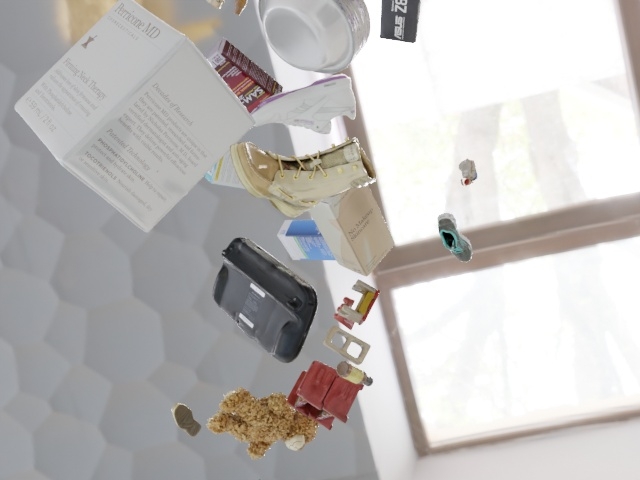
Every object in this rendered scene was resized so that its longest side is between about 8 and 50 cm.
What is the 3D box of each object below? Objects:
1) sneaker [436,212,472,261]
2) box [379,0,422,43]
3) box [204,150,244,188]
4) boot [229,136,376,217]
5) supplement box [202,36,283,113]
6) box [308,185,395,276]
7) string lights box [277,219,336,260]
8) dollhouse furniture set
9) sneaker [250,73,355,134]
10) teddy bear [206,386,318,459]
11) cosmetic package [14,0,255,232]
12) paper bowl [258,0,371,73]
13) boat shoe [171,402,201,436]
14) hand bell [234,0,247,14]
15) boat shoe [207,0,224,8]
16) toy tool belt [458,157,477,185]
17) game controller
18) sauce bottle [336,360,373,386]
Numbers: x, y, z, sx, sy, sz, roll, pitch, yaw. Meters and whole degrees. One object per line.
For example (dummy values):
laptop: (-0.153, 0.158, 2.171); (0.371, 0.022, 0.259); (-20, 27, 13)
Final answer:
sneaker: (0.361, 0.006, 2.149); (0.065, 0.166, 0.076); (-21, -150, 29)
box: (0.207, -0.678, 1.688); (0.097, 0.394, 0.318); (11, 154, 6)
box: (-0.194, -0.197, 2.215); (0.244, 0.100, 0.060); (8, -163, -32)
boot: (-0.026, -0.137, 1.442); (0.204, 0.095, 0.262); (-20, 152, 20)
supplement box: (-0.242, -0.472, 2.317); (0.130, 0.239, 0.073); (-29, -142, 38)
box: (0.078, -0.060, 2.182); (0.121, 0.311, 0.148); (24, -115, 41)
string lights box: (0.000, 0.000, 2.652); (0.260, 0.133, 0.076); (0, -132, 32)
dollhouse furniture set: (0.066, 0.319, 2.187); (0.374, 0.152, 0.201); (-60, -179, -20)
sneaker: (-0.049, -0.346, 2.154); (0.305, 0.152, 0.114); (-15, -165, 12)
teddy bear: (-0.158, 0.534, 2.277); (0.245, 0.338, 0.113); (-46, -151, 9)
cosmetic package: (-0.449, -0.309, 1.922); (0.393, 0.327, 0.329); (-47, -130, -4)
paper bowl: (-0.029, -0.539, 1.961); (0.284, 0.284, 0.148); (-4, -139, 48)
boat shoe: (-0.339, 0.437, 1.931); (0.045, 0.135, 0.050); (23, -122, 32)
hand bell: (-0.234, -0.858, 2.582); (0.126, 0.242, 0.126); (19, -160, -7)
boat shoe: (-0.209, -0.768, 2.126); (0.341, 0.110, 0.121); (-35, -159, 38)
toy tool belt: (0.431, -0.191, 2.253); (0.051, 0.083, 0.052); (14, 151, -35)
game controller: (-0.120, 0.116, 1.603); (0.067, 0.166, 0.319); (1, -159, -37)
sauce bottle: (0.088, 0.332, 1.936); (0.042, 0.042, 0.128); (-8, 151, 35)
